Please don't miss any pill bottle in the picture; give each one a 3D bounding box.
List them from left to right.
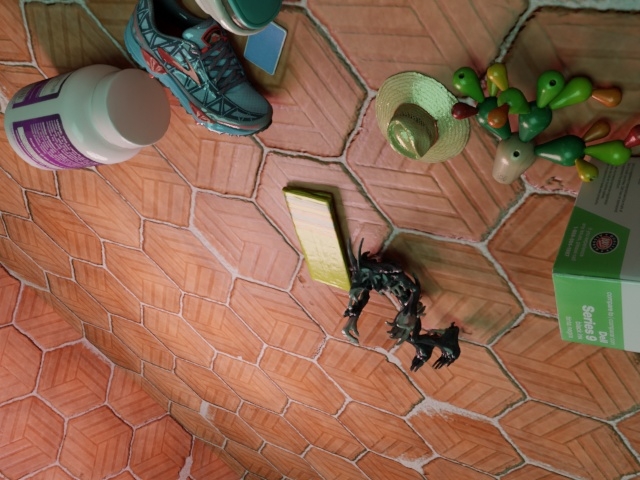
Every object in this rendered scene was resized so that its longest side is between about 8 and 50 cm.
[{"bbox_3d":[-0.406,-0.214,1.059,0.302,0.169,0.169,1,132,38],"label":"pill bottle"}]

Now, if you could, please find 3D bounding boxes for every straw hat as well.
[{"bbox_3d":[0.122,-0.145,0.808,0.145,0.061,0.144,21,141,18],"label":"straw hat"}]

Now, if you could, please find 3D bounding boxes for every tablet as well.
[{"bbox_3d":[-0.080,-0.280,0.861,0.054,0.006,0.083,33,143,3],"label":"tablet"}]

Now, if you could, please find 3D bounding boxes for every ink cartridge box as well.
[{"bbox_3d":[0.418,0.018,0.629,0.289,0.211,0.121,6,135,34],"label":"ink cartridge box"}]

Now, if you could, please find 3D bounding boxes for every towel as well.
[{"bbox_3d":[0.000,0.000,1.110,0.102,0.021,0.237,17,142,32],"label":"towel"}]

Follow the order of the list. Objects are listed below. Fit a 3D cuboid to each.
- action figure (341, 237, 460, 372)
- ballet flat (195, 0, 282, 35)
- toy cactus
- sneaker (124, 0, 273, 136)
[{"bbox_3d":[0.122,0.125,1.052,0.275,0.141,0.164,46,154,-18],"label":"action figure"},{"bbox_3d":[-0.158,-0.424,0.674,0.139,0.139,0.400,11,139,30],"label":"ballet flat"},{"bbox_3d":[0.249,-0.122,0.715,0.219,0.112,0.180,19,152,7],"label":"toy cactus"},{"bbox_3d":[-0.173,-0.259,0.879,0.262,0.104,0.125,38,142,-4],"label":"sneaker"}]
